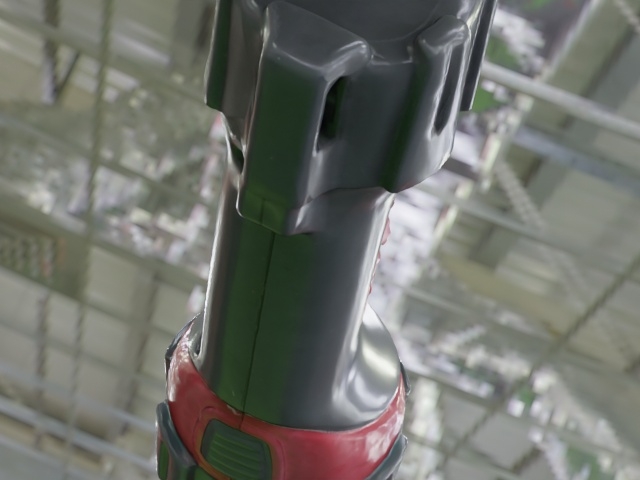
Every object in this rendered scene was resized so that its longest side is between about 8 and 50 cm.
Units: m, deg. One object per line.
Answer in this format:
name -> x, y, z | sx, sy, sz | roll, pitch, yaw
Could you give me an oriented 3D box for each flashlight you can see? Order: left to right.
flashlight -> 0.000, 0.000, 0.640 | 0.103, 0.103, 0.304 | -13, -33, -18
